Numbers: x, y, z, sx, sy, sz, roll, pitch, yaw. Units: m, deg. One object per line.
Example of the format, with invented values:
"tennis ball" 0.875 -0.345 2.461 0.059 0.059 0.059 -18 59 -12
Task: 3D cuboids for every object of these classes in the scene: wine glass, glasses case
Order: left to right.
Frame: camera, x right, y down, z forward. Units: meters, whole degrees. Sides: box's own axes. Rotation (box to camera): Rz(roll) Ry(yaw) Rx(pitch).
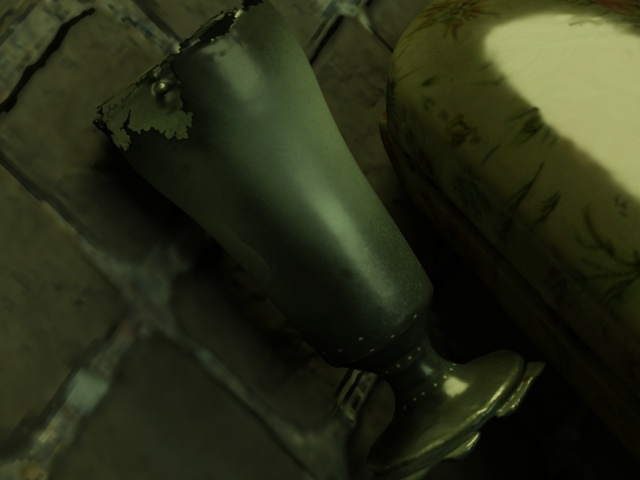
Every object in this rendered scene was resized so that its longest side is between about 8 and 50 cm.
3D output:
"wine glass" 0.000 0.000 0.579 0.155 0.072 0.072 54 46 -8
"glasses case" 0.172 0.035 0.551 0.156 0.098 0.425 -22 46 -20
